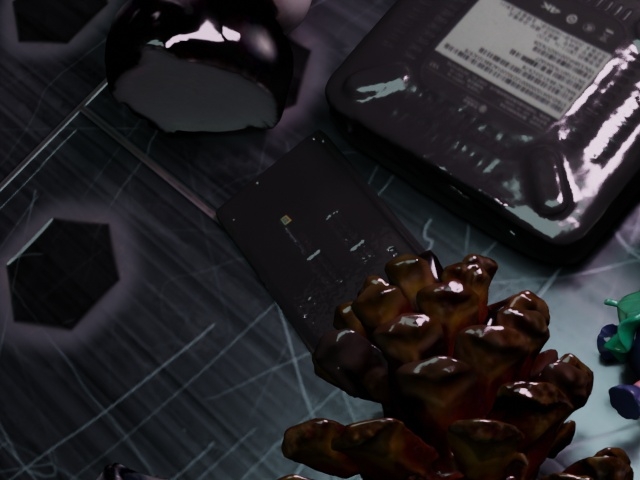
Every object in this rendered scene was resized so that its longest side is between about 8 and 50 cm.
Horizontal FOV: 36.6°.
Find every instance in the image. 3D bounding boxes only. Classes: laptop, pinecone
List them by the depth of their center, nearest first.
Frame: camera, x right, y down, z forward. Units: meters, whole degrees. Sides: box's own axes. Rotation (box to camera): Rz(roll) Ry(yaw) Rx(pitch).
[{"bbox_3d":[0.080,0.136,0.664,0.246,0.246,0.292,-11,45,11],"label":"pinecone"},{"bbox_3d":[0.000,0.000,0.876,0.135,0.016,0.197,-37,60,-2],"label":"laptop"}]

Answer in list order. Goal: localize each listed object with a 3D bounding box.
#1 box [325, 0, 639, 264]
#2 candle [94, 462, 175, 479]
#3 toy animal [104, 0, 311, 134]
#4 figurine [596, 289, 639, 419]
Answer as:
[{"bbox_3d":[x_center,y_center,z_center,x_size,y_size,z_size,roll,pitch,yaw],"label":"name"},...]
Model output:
[{"bbox_3d":[0.184,-0.151,0.861,0.290,0.073,0.289,37,79,28],"label":"box"},{"bbox_3d":[-0.181,0.321,0.676,0.187,0.187,0.330,39,82,29],"label":"candle"},{"bbox_3d":[-0.105,-0.230,0.938,0.187,0.165,0.235,0,62,15],"label":"toy animal"},{"bbox_3d":[0.299,0.079,0.689,0.194,0.111,0.102,11,107,16],"label":"figurine"}]
